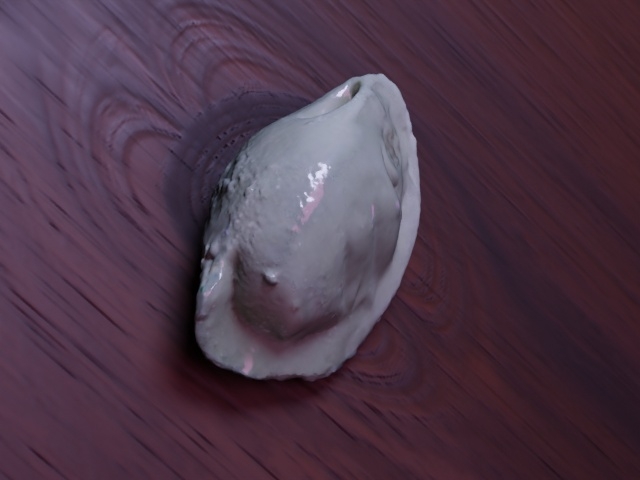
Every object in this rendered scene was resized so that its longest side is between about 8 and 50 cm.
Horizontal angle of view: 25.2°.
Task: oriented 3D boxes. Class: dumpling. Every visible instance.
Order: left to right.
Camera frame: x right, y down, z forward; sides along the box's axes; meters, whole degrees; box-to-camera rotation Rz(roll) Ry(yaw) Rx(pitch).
[{"bbox_3d":[-0.012,-0.009,0.925,0.108,0.152,0.219,31,70,27],"label":"dumpling"}]
